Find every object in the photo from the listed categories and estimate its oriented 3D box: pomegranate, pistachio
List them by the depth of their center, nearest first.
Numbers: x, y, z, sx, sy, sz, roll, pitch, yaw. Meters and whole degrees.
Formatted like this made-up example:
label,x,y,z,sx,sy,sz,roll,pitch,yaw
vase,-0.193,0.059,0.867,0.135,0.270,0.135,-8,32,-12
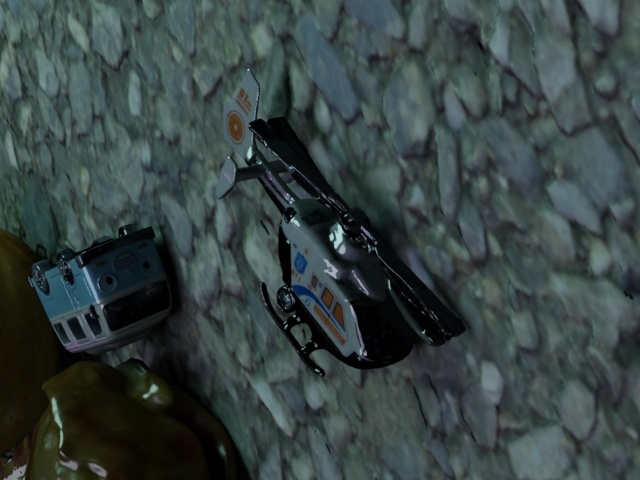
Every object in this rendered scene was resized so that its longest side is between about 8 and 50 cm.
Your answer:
label,x,y,z,sx,sy,sz,roll,pitch,yaw
pistachio,-0.134,0.172,1.168,0.165,0.130,0.210,-17,61,22
pomegranate,-0.291,0.075,1.343,0.207,0.207,0.207,38,137,46

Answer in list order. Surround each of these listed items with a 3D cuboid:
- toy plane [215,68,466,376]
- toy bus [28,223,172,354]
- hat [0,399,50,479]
label,x,y,z,sx,sy,sz,roll,pitch,yaw
toy plane,-0.001,0.000,0.942,0.197,0.053,0.078,55,140,28
toy bus,-0.144,0.036,1.205,0.123,0.060,0.075,-19,94,64
hat,-0.252,0.206,1.477,0.193,0.082,0.193,38,138,45
